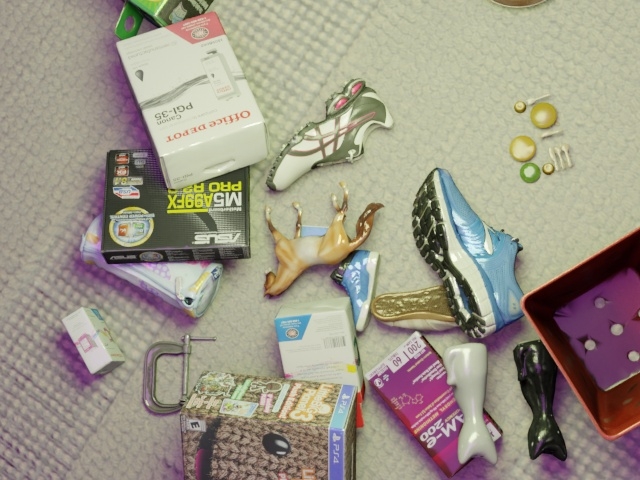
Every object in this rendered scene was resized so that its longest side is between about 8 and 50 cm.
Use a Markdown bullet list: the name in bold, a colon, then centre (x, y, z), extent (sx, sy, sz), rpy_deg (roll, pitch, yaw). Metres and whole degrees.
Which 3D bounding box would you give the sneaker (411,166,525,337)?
- **sneaker**: centre (0.275, 0.014, 1.824), extent (0.147, 0.130, 0.330), rpy_deg (-12, 68, -24)

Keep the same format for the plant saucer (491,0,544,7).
- **plant saucer**: centre (0.374, -0.529, 1.888), extent (0.198, 0.036, 0.199), rpy_deg (-1, 84, 11)

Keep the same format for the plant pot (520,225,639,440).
- **plant pot**: centre (0.516, 0.149, 1.700), extent (0.267, 0.236, 0.267), rpy_deg (-32, 81, 6)

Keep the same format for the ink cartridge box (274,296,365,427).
- **ink cartridge box**: centre (0.005, 0.230, 1.840), extent (0.134, 0.078, 0.231), rpy_deg (-7, 105, 10)

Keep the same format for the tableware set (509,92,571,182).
- **tableware set**: centre (0.398, -0.190, 1.861), extent (0.104, 0.024, 0.154), rpy_deg (-17, 83, 11)

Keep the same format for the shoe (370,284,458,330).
- **shoe**: centre (0.203, 0.127, 1.853), extent (0.219, 0.058, 0.076), rpy_deg (-1, 56, 6)

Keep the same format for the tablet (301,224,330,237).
- **tablet**: centre (0.000, 0.000, 1.919), extent (0.083, 0.006, 0.054), rpy_deg (4, 86, 11)

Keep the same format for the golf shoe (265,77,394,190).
- **golf shoe**: centre (0.013, -0.178, 1.888), extent (0.273, 0.105, 0.120), rpy_deg (-45, 87, 4)

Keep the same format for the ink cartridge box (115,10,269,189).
- **ink cartridge box**: centre (-0.236, -0.263, 1.868), extent (0.207, 0.117, 0.283), rpy_deg (-20, 63, -10)

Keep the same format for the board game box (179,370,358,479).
- **board game box**: centre (-0.086, 0.377, 1.785), extent (0.291, 0.141, 0.232), rpy_deg (4, 115, 10)

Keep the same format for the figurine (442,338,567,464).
- **figurine**: centre (0.320, 0.285, 1.746), extent (0.215, 0.092, 0.209), rpy_deg (-2, 72, -13)

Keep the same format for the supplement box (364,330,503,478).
- **supplement box**: centre (0.205, 0.296, 1.823), extent (0.130, 0.073, 0.239), rpy_deg (-41, 81, 4)

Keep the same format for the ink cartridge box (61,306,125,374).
- **ink cartridge box**: centre (-0.436, 0.194, 1.935), extent (0.052, 0.088, 0.122), rpy_deg (-31, 81, 3)

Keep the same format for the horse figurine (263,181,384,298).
- **horse figurine**: centre (-0.008, -0.005, 1.871), extent (0.263, 0.066, 0.174), rpy_deg (-15, 66, 25)

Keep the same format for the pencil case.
- **pencil case**: centre (-0.321, 0.047, 1.913), extent (0.273, 0.124, 0.113), rpy_deg (26, 130, 13)

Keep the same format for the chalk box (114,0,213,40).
- **chalk box**: centre (-0.311, -0.512, 1.933), extent (0.179, 0.180, 0.289), rpy_deg (38, 91, 11)

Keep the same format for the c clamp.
- **c clamp**: centre (-0.278, 0.257, 1.936), extent (0.137, 0.022, 0.161), rpy_deg (6, 85, 10)

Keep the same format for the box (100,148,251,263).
- **box**: centre (-0.265, -0.068, 1.869), extent (0.270, 0.060, 0.216), rpy_deg (-2, 64, 0)

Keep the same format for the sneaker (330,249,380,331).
- **sneaker**: centre (0.058, 0.090, 1.875), extent (0.084, 0.058, 0.152), rpy_deg (9, 89, 13)
